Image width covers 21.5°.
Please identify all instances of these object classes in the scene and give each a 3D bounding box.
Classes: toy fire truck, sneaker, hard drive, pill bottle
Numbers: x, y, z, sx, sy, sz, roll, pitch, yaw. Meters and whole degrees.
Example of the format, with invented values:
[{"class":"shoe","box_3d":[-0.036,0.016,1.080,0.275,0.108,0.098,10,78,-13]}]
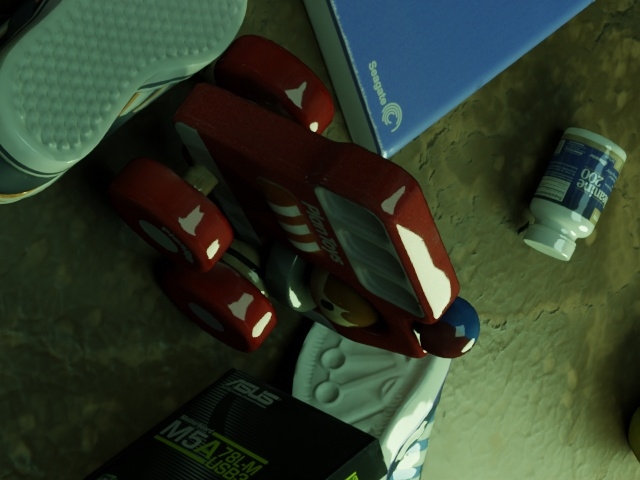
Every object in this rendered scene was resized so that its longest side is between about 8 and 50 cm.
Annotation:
[{"class":"toy fire truck","box_3d":[0.000,0.000,1.303,0.169,0.254,0.302,-51,147,-17]},{"class":"sneaker","box_3d":[0.047,0.201,1.538,0.236,0.130,0.323,71,34,-57]},{"class":"sneaker","box_3d":[-0.176,-0.135,1.230,0.126,0.127,0.321,55,39,-11]},{"class":"hard drive","box_3d":[0.126,-0.242,1.500,0.318,0.040,0.210,-38,125,-26]},{"class":"pill bottle","box_3d":[0.246,-0.044,1.646,0.067,0.067,0.120,31,82,-42]}]

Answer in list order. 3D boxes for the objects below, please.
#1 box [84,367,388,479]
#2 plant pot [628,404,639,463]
[{"class":"box","box_3d":[-0.074,0.194,1.361,0.184,0.190,0.045,-37,125,-26]},{"class":"plant pot","box_3d":[0.394,0.216,1.833,0.134,0.095,0.134,-13,112,-37]}]
